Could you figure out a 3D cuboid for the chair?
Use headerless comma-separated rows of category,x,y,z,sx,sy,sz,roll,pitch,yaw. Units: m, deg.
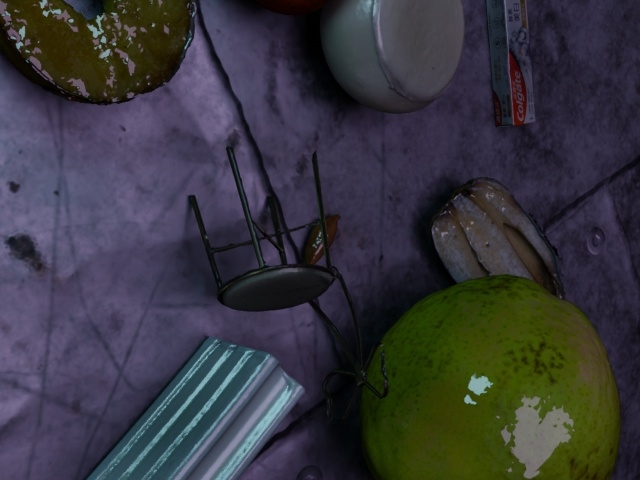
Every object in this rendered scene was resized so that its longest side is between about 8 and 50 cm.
chair,-0.043,0.057,1.188,0.170,0.160,0.325,1,65,-33

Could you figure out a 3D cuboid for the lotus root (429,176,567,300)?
lotus root,0.286,0.036,1.541,0.167,0.078,0.329,-37,117,-2

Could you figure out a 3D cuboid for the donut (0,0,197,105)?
donut,-0.279,-0.287,1.111,0.272,0.107,0.272,2,87,-36

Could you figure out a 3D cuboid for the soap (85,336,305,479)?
soap,-0.159,0.250,1.191,0.265,0.160,0.087,-50,119,-22

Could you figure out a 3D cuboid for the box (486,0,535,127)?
box,0.305,-0.292,1.546,0.055,0.039,0.218,-10,99,-35

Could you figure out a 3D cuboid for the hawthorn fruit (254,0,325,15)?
hawthorn fruit,-0.062,-0.387,1.204,0.225,0.196,0.196,14,85,-21

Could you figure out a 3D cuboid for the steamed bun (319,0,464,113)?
steamed bun,0.087,-0.290,1.332,0.232,0.145,0.232,-7,100,-48

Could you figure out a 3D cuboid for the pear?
pear,0.242,0.231,1.356,0.391,0.391,0.391,-3,95,-34

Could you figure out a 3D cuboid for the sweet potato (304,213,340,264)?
sweet potato,0.000,0.000,1.360,0.034,0.034,0.095,38,69,-30
